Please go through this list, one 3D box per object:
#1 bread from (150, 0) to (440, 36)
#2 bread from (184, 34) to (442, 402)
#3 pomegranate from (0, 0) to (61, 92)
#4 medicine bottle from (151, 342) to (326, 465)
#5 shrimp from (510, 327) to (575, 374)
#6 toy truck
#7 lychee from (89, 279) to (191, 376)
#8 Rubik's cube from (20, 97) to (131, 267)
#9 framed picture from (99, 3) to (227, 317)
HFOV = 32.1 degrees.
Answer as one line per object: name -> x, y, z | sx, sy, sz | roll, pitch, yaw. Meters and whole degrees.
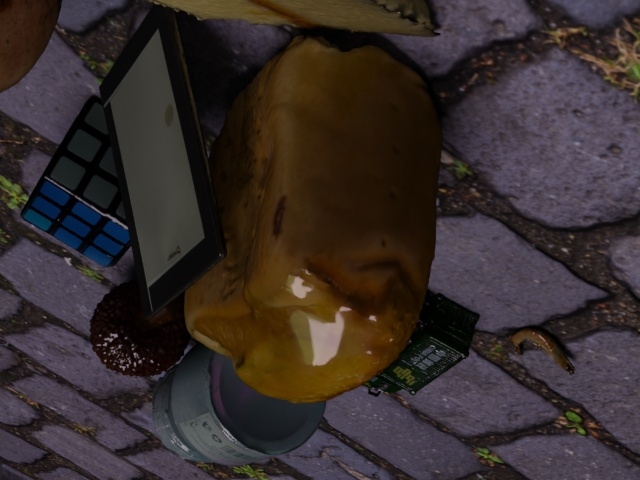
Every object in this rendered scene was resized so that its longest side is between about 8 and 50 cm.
bread -> -0.130, -0.279, 1.158 | 0.345, 0.242, 0.405 | 1, 140, 36
bread -> 0.000, 0.000, 1.360 | 0.250, 0.394, 0.361 | 16, 151, -23
pomegranate -> -0.448, -0.292, 1.246 | 0.322, 0.322, 0.322 | 16, 148, 10
medicine bottle -> -0.162, 0.285, 2.017 | 0.245, 0.245, 0.290 | 35, 149, -19
shrimp -> 0.344, 0.174, 1.727 | 0.114, 0.023, 0.083 | 41, 148, -18
toy truck -> 0.137, 0.172, 1.796 | 0.121, 0.088, 0.259 | 28, 147, -9
lychee -> -0.322, 0.159, 1.983 | 0.188, 0.188, 0.188 | 16, 148, 10
Rubik's cube -> -0.323, -0.081, 1.630 | 0.162, 0.163, 0.160 | 30, 148, -15
framed picture -> -0.207, -0.099, 1.411 | 0.016, 0.347, 0.265 | -4, 161, -31
